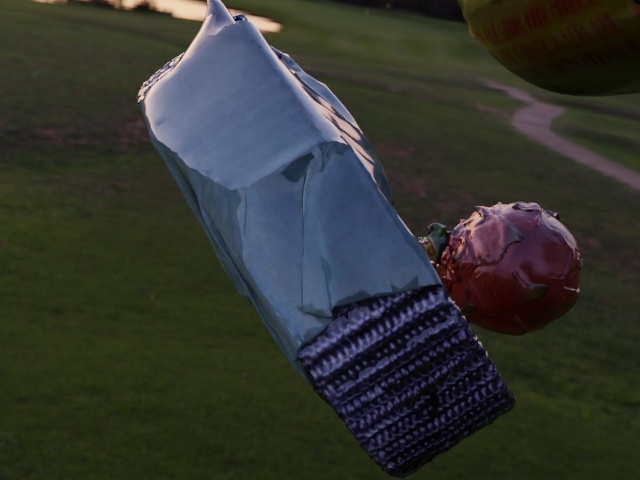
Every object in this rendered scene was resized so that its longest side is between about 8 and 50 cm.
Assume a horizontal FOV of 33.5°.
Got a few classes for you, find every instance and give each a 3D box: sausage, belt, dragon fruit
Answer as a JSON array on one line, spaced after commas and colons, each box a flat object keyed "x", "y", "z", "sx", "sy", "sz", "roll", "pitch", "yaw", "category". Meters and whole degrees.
[{"x": 0.150, "y": -0.129, "z": 0.553, "sx": 0.125, "sy": 0.117, "sz": 0.317, "roll": -14, "pitch": 4, "yaw": -9, "category": "sausage"}, {"x": 0.000, "y": 0.000, "z": 0.683, "sx": 0.325, "sy": 0.122, "sz": 0.260, "roll": 59, "pitch": 5, "yaw": 38, "category": "belt"}, {"x": 0.234, "y": 0.032, "z": 1.311, "sx": 0.209, "sy": 0.172, "sz": 0.172, "roll": 2, "pitch": 18, "yaw": -17, "category": "dragon fruit"}]
